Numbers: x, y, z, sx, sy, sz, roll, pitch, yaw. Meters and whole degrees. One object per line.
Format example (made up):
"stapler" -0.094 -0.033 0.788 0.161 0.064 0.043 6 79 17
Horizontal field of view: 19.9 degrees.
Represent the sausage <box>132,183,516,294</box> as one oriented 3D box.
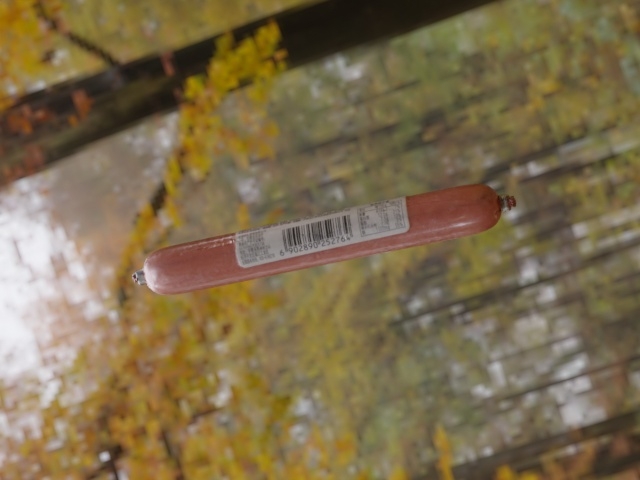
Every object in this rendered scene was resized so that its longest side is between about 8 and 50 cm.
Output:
"sausage" 0.000 0.000 1.022 0.029 0.223 0.029 -11 -90 -79
